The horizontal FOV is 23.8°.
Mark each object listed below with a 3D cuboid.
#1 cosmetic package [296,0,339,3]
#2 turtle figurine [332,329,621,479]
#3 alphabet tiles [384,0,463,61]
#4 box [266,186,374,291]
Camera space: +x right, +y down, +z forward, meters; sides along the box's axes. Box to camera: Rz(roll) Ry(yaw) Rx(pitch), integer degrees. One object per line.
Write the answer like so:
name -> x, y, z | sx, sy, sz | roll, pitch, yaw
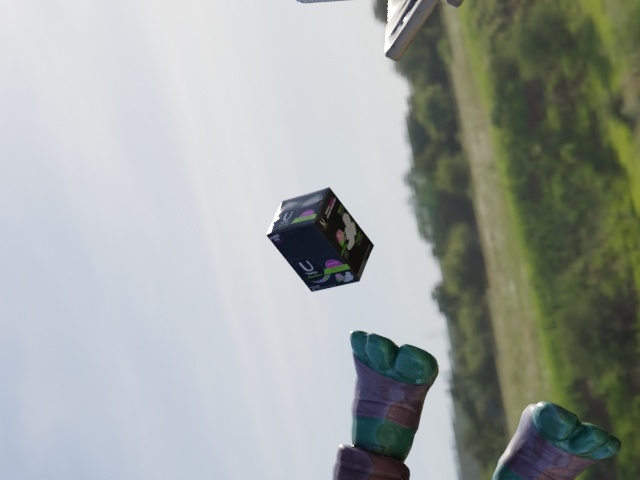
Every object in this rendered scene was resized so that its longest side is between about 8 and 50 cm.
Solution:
cosmetic package -> 0.092, -0.272, 1.322 | 0.117, 0.231, 0.085 | -87, -6, -55
turtle figurine -> 0.024, 0.165, 0.604 | 0.118, 0.175, 0.234 | -4, 63, 68
alphabet tiles -> 0.134, -0.263, 0.843 | 0.011, 0.342, 0.285 | 31, -157, -11
box -> 0.000, 0.000, 1.463 | 0.083, 0.062, 0.052 | 53, -138, -29
